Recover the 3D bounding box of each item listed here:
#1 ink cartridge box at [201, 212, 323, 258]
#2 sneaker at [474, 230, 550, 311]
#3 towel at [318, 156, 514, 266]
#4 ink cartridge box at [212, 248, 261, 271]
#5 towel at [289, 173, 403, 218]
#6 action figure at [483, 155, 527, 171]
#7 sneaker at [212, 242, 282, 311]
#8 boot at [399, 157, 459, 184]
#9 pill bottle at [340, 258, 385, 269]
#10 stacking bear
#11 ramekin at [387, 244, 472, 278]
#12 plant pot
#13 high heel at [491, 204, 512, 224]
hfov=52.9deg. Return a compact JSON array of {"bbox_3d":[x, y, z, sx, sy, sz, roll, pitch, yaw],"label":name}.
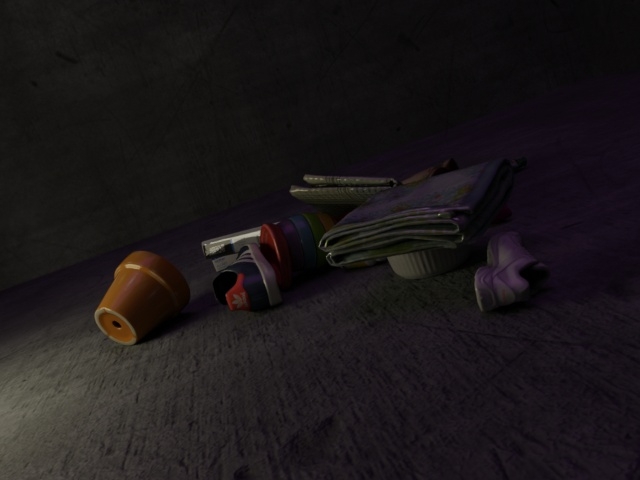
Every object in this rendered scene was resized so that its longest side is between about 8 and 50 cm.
[{"bbox_3d":[-0.151,-0.015,1.972,0.304,0.072,0.307,-14,-2,29],"label":"ink cartridge box"},{"bbox_3d":[0.353,0.054,1.149,0.115,0.090,0.232,-5,27,28],"label":"sneaker"},{"bbox_3d":[0.207,-0.065,1.326,0.321,0.090,0.374,-10,15,32],"label":"towel"},{"bbox_3d":[-0.262,0.042,2.166,0.207,0.046,0.097,-21,12,-9],"label":"ink cartridge box"},{"bbox_3d":[0.120,-0.106,1.736,0.324,0.056,0.312,1,-15,31],"label":"towel"},{"bbox_3d":[0.556,-0.227,2.081,0.232,0.063,0.137,-16,9,-1],"label":"action figure"},{"bbox_3d":[-0.209,0.096,1.656,0.148,0.131,0.350,-17,12,-12],"label":"sneaker"},{"bbox_3d":[0.311,-0.161,1.990,0.204,0.095,0.262,-23,13,31],"label":"boot"},{"bbox_3d":[0.104,0.035,1.607,0.116,0.065,0.065,-10,16,34],"label":"pill bottle"},{"bbox_3d":[0.000,0.000,1.715,0.289,0.164,0.175,-14,27,-19],"label":"stacking bear"},{"bbox_3d":[0.238,0.005,1.437,0.207,0.109,0.207,-18,13,4],"label":"ramekin"},{"bbox_3d":[-0.475,0.163,1.671,0.205,0.205,0.188,-11,31,34],"label":"plant pot"},{"bbox_3d":[0.418,-0.120,1.669,0.117,0.082,0.244,-4,28,7],"label":"high heel"}]
